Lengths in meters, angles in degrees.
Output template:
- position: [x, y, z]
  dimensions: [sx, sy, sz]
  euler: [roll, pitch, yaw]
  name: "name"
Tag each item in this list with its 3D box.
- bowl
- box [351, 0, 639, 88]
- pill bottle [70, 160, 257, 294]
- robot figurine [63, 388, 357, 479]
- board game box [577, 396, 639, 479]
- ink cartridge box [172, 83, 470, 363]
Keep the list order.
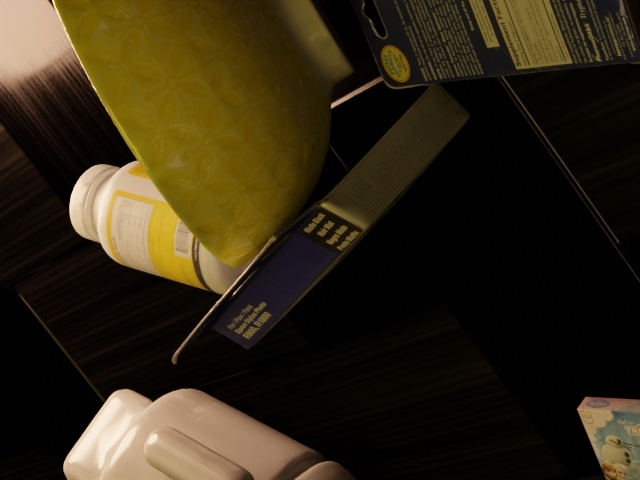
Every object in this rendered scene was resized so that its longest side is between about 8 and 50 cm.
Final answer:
- position: [-0.069, -0.141, 1.124]
  dimensions: [0.156, 0.289, 0.289]
  euler: [-30, 106, 7]
  name: "bowl"
- position: [0.117, -0.181, 1.040]
  dimensions: [0.225, 0.036, 0.136]
  euler: [-2, 122, 41]
  name: "box"
- position: [-0.141, -0.018, 1.367]
  dimensions: [0.184, 0.103, 0.103]
  euler: [15, 133, 33]
  name: "pill bottle"
- position: [-0.092, 0.284, 1.516]
  dimensions: [0.353, 0.200, 0.300]
  euler: [25, 161, 24]
  name: "robot figurine"
- position: [0.270, 0.173, 1.234]
  dimensions: [0.090, 0.020, 0.090]
  euler: [-2, 121, 44]
  name: "board game box"
- position: [0.000, 0.000, 1.159]
  dimensions: [0.045, 0.224, 0.223]
  euler: [44, 143, 2]
  name: "ink cartridge box"
